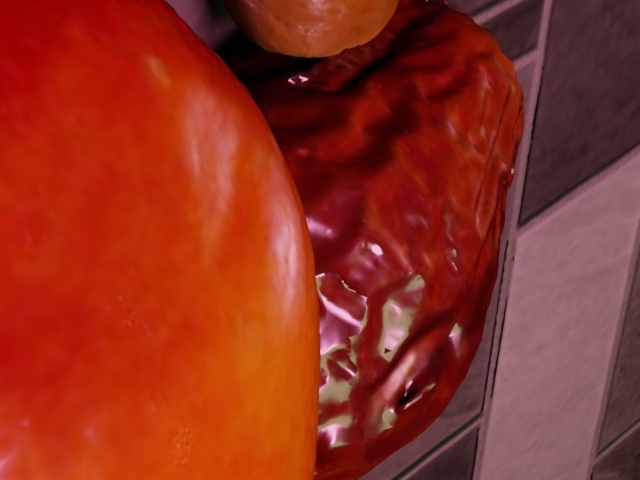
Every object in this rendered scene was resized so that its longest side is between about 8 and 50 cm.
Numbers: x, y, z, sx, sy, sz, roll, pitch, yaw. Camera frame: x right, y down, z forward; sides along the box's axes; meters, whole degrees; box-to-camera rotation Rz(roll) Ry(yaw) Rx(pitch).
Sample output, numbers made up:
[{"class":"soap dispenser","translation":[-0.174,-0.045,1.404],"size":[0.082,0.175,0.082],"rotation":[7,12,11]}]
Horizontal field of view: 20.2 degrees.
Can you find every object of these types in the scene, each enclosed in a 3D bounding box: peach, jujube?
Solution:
[{"class":"peach","translation":[-0.181,0.047,0.538],"size":[0.406,0.335,0.310],"rotation":[-30,133,-30]},{"class":"jujube","translation":[0.000,0.000,0.895],"size":[0.290,0.197,0.197],"rotation":[-58,153,-30]}]

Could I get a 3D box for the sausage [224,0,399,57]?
[{"class":"sausage","translation":[-0.017,-0.197,0.781],"size":[0.109,0.109,0.270],"rotation":[-46,148,-19]}]
